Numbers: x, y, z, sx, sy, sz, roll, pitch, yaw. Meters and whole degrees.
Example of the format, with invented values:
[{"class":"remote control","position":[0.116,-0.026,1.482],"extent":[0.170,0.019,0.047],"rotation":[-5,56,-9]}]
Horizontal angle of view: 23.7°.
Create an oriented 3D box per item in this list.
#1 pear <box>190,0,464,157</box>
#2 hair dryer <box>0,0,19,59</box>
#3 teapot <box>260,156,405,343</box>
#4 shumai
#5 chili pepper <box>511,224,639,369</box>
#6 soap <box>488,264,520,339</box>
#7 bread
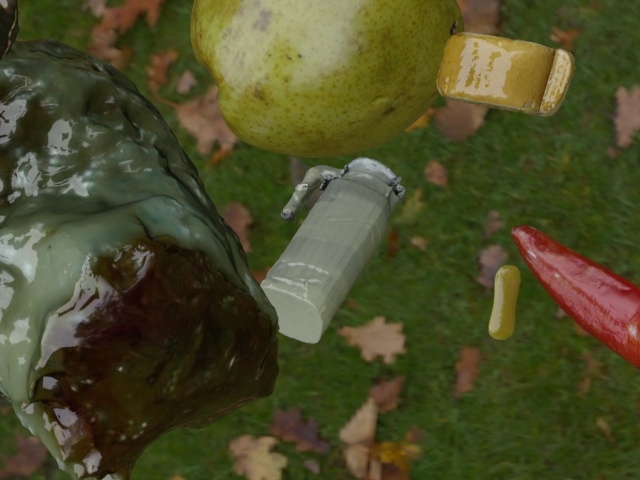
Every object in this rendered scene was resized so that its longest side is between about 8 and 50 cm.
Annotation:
[{"class":"pear","position":[-0.001,-0.234,1.739],"extent":[0.304,0.304,0.304],"rotation":[-6,77,30]},{"class":"hair dryer","position":[-0.255,-0.139,0.671],"extent":[0.203,0.362,0.128],"rotation":[-37,63,23]},{"class":"teapot","position":[0.000,0.000,1.555],"extent":[0.107,0.077,0.200],"rotation":[21,54,19]},{"class":"shumai","position":[-0.194,0.046,1.213],"extent":[0.324,0.397,0.323],"rotation":[-46,54,-7]},{"class":"chili pepper","position":[0.283,0.068,1.435],"extent":[0.272,0.063,0.071],"rotation":[37,121,33]},{"class":"soap","position":[0.214,0.072,1.769],"extent":[0.012,0.034,0.089],"rotation":[-149,62,-69]},{"class":"bread","position":[0.171,-0.156,1.405],"extent":[0.122,0.149,0.073],"rotation":[11,95,4]}]
